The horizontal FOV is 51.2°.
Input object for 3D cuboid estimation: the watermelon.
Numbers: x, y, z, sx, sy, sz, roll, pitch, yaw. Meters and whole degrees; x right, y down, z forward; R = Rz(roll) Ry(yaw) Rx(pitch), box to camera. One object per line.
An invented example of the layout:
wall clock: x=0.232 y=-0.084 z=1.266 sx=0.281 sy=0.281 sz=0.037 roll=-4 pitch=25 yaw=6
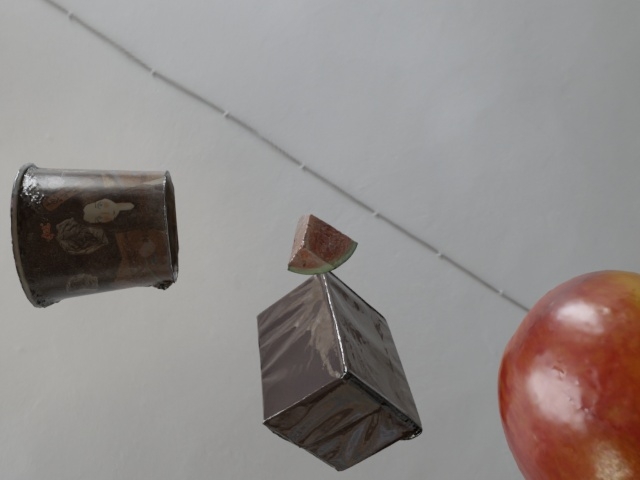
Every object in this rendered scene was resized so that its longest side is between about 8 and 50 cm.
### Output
watermelon: x=0.001 y=0.005 z=0.850 sx=0.093 sy=0.072 sz=0.084 roll=-10 pitch=-132 yaw=6

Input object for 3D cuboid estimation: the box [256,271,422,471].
box: x=0.018 y=0.192 z=1.008 sx=0.153 sy=0.252 sz=0.188 roll=-38 pitch=-58 yaw=16

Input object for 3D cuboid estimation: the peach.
peach: x=0.320 y=0.172 z=0.681 sx=0.281 sy=0.281 sz=0.238 roll=-53 pitch=-37 yaw=-13

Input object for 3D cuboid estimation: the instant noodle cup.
instant noodle cup: x=-0.323 y=-0.013 z=0.995 sx=0.208 sy=0.217 sz=0.217 roll=-5 pitch=-90 yaw=-7
